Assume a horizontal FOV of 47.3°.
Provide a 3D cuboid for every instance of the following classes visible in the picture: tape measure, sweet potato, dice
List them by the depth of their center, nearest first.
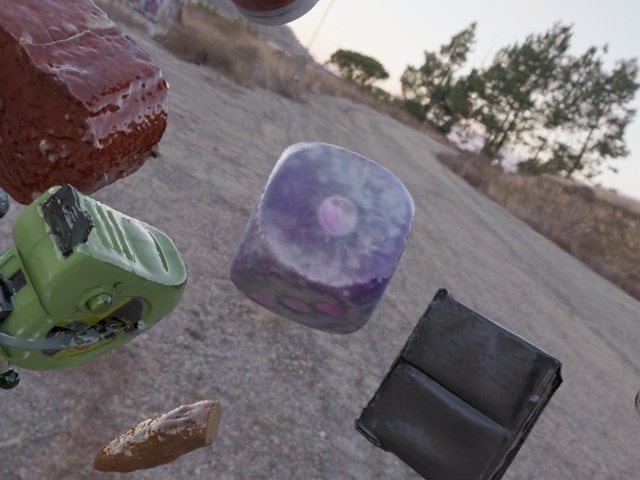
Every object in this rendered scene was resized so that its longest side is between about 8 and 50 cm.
[{"bbox_3d":[-0.213,0.040,0.650,0.106,0.175,0.200,58,11,19],"label":"tape measure"},{"bbox_3d":[-0.296,0.369,1.347,0.251,0.097,0.097,-19,27,-12],"label":"sweet potato"},{"bbox_3d":[0.000,0.000,1.355,0.270,0.270,0.271,24,-22,-3],"label":"dice"}]

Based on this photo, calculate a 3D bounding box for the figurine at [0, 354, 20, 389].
[{"bbox_3d":[-0.479,0.152,1.067,0.147,0.093,0.197,56,-28,8],"label":"figurine"}]

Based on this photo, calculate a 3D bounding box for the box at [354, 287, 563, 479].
[{"bbox_3d":[0.240,0.259,1.184,0.204,0.251,0.345,32,-2,24],"label":"box"}]

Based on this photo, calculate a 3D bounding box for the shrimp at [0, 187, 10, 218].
[{"bbox_3d":[-0.591,-0.103,1.133,0.232,0.079,0.090,27,15,-6],"label":"shrimp"}]

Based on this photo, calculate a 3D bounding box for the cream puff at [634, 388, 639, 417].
[{"bbox_3d":[0.373,0.158,0.576,0.378,0.378,0.275,24,3,-33],"label":"cream puff"}]

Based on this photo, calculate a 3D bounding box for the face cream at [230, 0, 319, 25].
[{"bbox_3d":[-0.100,-0.508,1.273,0.201,0.201,0.187,34,-2,22],"label":"face cream"}]

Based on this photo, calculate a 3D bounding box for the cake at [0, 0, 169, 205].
[{"bbox_3d":[-0.289,-0.158,0.728,0.283,0.177,0.151,42,34,0],"label":"cake"}]
